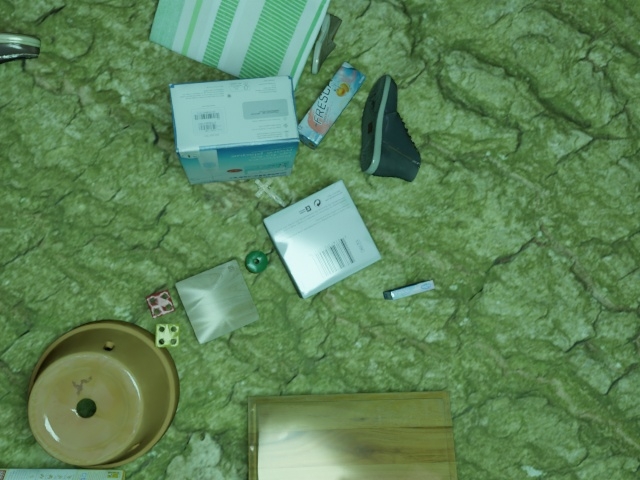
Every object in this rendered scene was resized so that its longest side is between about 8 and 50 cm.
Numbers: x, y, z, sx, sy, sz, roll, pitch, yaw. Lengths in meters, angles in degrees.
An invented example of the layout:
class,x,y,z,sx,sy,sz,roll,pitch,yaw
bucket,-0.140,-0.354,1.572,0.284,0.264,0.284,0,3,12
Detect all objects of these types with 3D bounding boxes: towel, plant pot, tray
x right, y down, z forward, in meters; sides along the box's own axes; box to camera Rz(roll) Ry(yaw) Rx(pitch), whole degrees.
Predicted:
class,x,y,z,sx,sy,sz,roll,pitch,yaw
towel,-0.166,-0.450,1.426,0.324,0.038,0.248,23,121,-4
plant pot,-0.422,0.301,1.335,0.290,0.203,0.291,0,87,-6
tray,0.061,0.412,1.419,0.410,0.076,0.203,-1,71,-5

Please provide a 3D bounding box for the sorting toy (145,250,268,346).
class,x,y,z,sx,sy,sz,roll,pitch,yaw
sorting toy,-0.219,0.128,1.437,0.274,0.046,0.132,-23,89,-18

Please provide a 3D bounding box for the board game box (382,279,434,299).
class,x,y,z,sx,sy,sz,roll,pitch,yaw
board game box,0.182,0.103,1.467,0.090,0.090,0.020,-15,88,-7

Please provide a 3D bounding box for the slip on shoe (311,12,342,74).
class,x,y,z,sx,sy,sz,roll,pitch,yaw
slip on shoe,0.012,-0.415,1.503,0.041,0.051,0.136,14,77,-2

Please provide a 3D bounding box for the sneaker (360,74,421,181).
class,x,y,z,sx,sy,sz,roll,pitch,yaw
sneaker,0.155,-0.234,1.502,0.118,0.083,0.222,13,78,-24

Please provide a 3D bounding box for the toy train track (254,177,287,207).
class,x,y,z,sx,sy,sz,roll,pitch,yaw
toy train track,-0.105,-0.100,1.487,0.083,0.014,0.048,41,84,-3

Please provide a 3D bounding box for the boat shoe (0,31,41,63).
class,x,y,z,sx,sy,sz,roll,pitch,yaw
boat shoe,-0.717,-0.333,1.394,0.341,0.123,0.123,-10,101,-7

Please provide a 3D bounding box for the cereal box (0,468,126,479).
class,x,y,z,sx,sy,sz,roll,pitch,yaw
cereal box,-0.493,0.510,1.352,0.240,0.047,0.173,4,121,-6

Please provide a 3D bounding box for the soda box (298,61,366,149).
class,x,y,z,sx,sy,sz,roll,pitch,yaw
soda box,0.019,-0.281,1.487,0.058,0.063,0.183,35,84,-4

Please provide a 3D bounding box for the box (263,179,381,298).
class,x,y,z,sx,sy,sz,roll,pitch,yaw
box,0.000,0.000,1.439,0.180,0.119,0.182,-27,89,-7

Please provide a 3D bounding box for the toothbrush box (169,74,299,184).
class,x,y,z,sx,sy,sz,roll,pitch,yaw
toothbrush box,-0.160,-0.201,1.346,0.216,0.295,0.126,-6,85,-7
